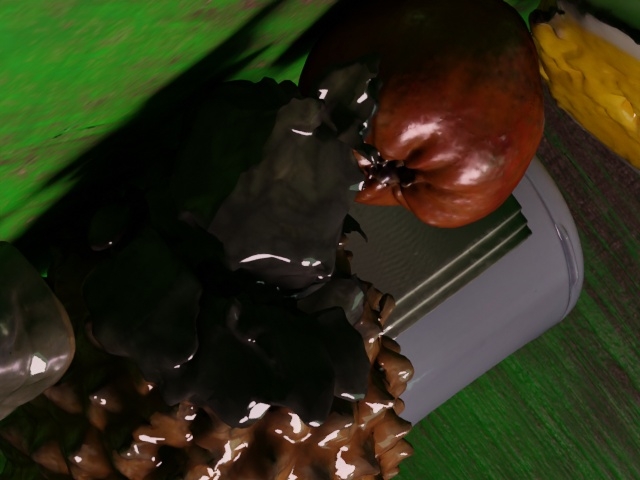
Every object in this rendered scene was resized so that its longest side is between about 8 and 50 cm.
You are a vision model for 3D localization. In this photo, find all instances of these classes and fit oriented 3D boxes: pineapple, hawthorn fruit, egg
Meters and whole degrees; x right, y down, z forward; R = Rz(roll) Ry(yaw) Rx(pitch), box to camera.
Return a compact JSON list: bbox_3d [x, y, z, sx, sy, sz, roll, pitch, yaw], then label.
[{"bbox_3d":[-0.046,0.044,0.903,0.223,0.223,0.357,-36,163,-26],"label":"pineapple"},{"bbox_3d":[0.049,-0.077,0.950,0.125,0.140,0.125,1,176,0],"label":"hawthorn fruit"},{"bbox_3d":[0.333,-0.145,1.504,0.201,0.337,0.337,-53,179,-5],"label":"egg"}]

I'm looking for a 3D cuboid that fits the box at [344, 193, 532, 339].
[{"bbox_3d":[0.000,0.000,1.200,0.226,0.149,0.226,-36,178,-2],"label":"box"}]

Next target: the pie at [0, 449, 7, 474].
[{"bbox_3d":[-0.226,0.136,1.416,0.274,0.105,0.257,-35,-166,42],"label":"pie"}]

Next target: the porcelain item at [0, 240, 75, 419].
[{"bbox_3d":[-0.189,0.073,0.747,0.081,0.069,0.215,-34,-179,35],"label":"porcelain item"}]

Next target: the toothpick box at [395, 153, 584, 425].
[{"bbox_3d":[0.014,0.045,1.588,0.354,0.263,0.263,-35,177,-22],"label":"toothpick box"}]
